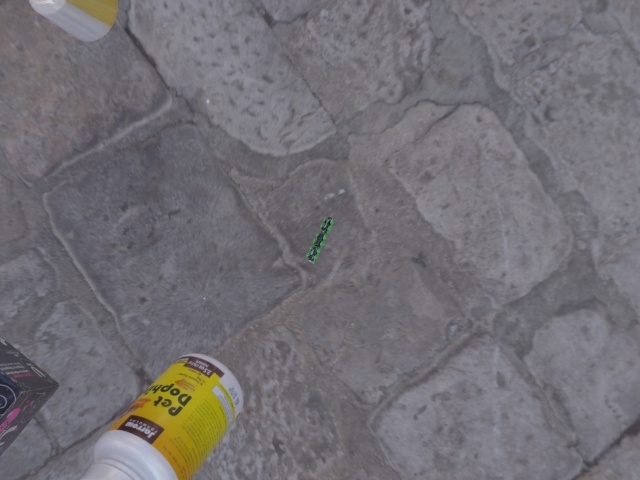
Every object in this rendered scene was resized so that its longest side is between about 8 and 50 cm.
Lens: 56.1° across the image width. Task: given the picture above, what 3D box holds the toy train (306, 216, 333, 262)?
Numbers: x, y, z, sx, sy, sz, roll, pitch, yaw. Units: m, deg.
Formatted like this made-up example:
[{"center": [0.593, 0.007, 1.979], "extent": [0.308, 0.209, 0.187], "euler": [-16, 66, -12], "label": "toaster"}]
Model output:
[{"center": [0.000, 0.000, 0.955], "extent": [0.017, 0.024, 0.083], "euler": [19, 68, 14], "label": "toy train"}]

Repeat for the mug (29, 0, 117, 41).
[{"center": [-0.227, -0.229, 0.546], "extent": [0.062, 0.064, 0.078], "euler": [30, 100, 17], "label": "mug"}]

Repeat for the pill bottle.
[{"center": [-0.195, 0.246, 0.747], "extent": [0.117, 0.117, 0.215], "euler": [46, 37, -4], "label": "pill bottle"}]

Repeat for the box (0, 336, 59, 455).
[{"center": [-0.485, 0.246, 0.759], "extent": [0.142, 0.163, 0.247], "euler": [37, 77, 0], "label": "box"}]
